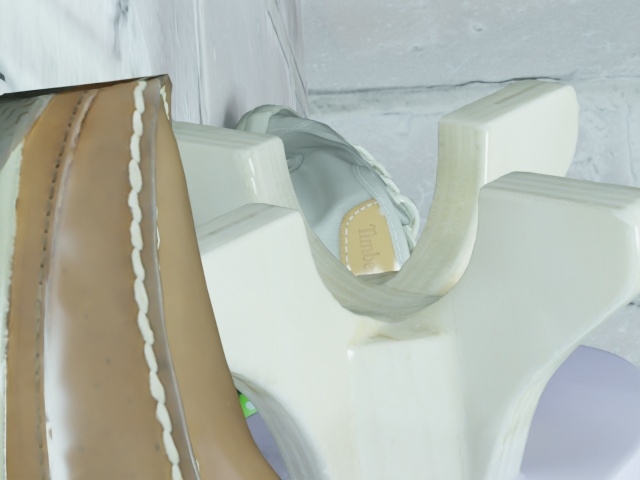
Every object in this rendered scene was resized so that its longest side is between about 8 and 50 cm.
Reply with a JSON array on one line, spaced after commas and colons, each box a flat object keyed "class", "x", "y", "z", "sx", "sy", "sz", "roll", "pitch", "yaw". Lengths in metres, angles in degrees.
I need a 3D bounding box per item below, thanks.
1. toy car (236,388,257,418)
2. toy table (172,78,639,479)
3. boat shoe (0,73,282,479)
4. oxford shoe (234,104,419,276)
[{"class": "toy car", "x": -0.023, "y": 0.192, "z": 1.191, "sx": 0.239, "sy": 0.053, "sz": 0.225, "roll": -89, "pitch": 174, "yaw": -68}, {"class": "toy table", "x": 0.030, "y": 0.040, "z": 0.779, "sx": 0.274, "sy": 0.252, "sz": 0.161, "roll": -35, "pitch": 125, "yaw": -55}, {"class": "boat shoe", "x": -0.024, "y": 0.119, "z": 0.484, "sx": 0.122, "sy": 0.120, "sz": 0.324, "roll": -81, "pitch": 167, "yaw": -81}, {"class": "oxford shoe", "x": 0.000, "y": 0.000, "z": 1.240, "sx": 0.449, "sy": 0.130, "sz": 0.169, "roll": -87, "pitch": 171, "yaw": -82}]
